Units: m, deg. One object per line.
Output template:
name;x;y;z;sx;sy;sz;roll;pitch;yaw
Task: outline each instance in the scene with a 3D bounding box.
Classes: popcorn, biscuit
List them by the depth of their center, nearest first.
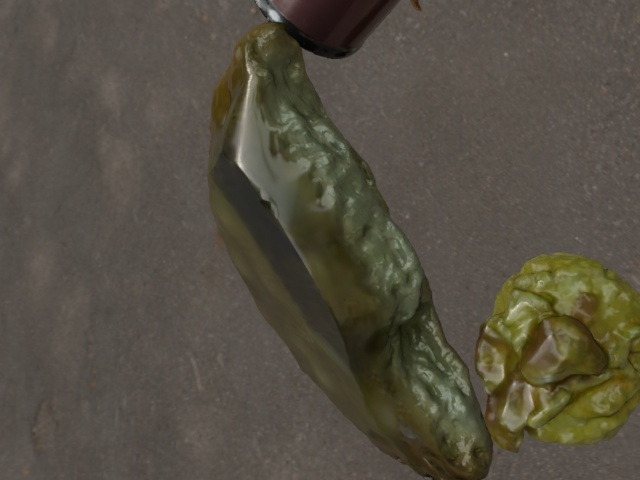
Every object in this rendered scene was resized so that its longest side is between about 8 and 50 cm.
biscuit;0.006;0.033;0.506;0.078;0.329;0.335;-31;66;-19
popcorn;0.300;0.152;0.883;0.205;0.237;0.251;30;62;37

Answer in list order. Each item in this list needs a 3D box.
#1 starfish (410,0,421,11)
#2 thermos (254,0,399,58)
starfish;0.112;-0.324;0.799;0.130;0.133;0.041;-49;61;39
thermos;0.070;-0.276;0.436;0.136;0.109;0.330;54;135;5
